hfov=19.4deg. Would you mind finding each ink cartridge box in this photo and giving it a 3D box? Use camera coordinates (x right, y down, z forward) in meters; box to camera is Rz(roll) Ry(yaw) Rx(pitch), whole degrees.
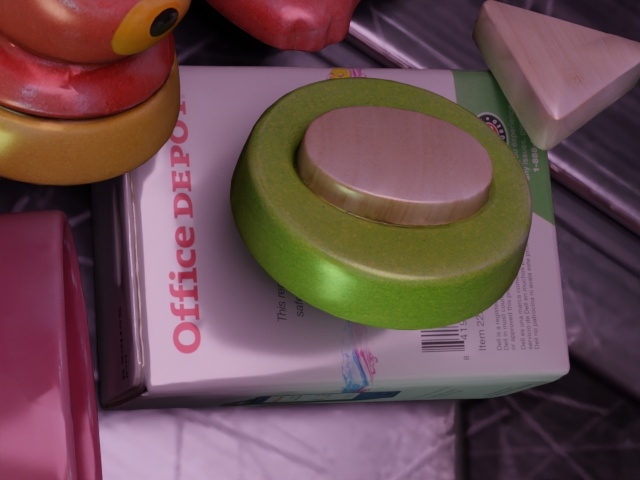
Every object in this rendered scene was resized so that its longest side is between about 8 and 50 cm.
[{"bbox_3d":[0.000,0.000,0.908,0.212,0.093,0.154,-1,79,-20],"label":"ink cartridge box"}]

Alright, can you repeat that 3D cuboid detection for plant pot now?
[{"bbox_3d":[-0.186,0.095,0.786,0.180,0.201,0.201,-6,81,-4],"label":"plant pot"}]

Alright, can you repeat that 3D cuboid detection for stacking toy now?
[{"bbox_3d":[0.004,-0.121,0.828,0.279,0.130,0.309,30,46,13],"label":"stacking toy"}]
